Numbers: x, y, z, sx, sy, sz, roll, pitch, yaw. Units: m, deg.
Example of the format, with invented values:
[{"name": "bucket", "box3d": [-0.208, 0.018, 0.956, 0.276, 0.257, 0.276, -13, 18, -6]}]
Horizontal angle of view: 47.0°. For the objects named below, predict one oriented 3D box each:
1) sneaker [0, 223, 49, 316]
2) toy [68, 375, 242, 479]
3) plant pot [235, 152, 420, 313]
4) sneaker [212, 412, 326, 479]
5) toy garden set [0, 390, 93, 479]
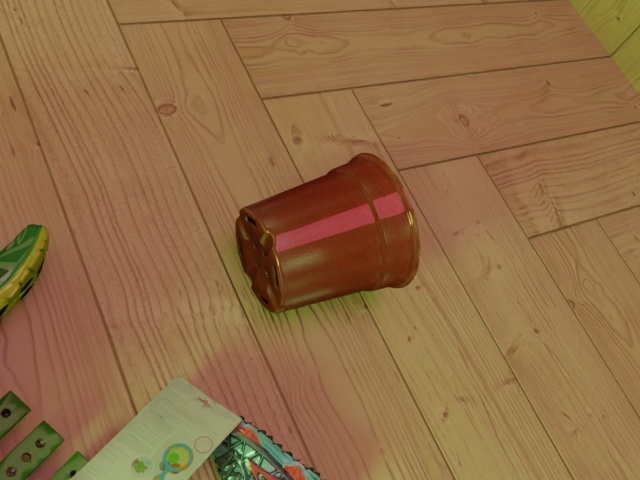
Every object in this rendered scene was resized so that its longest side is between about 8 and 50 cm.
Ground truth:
[{"name": "sneaker", "box3d": [-0.539, 0.068, 1.163, 0.123, 0.109, 0.295, 35, 52, -5]}, {"name": "toy", "box3d": [-0.245, 0.328, 1.107, 0.137, 0.056, 0.237, 29, 47, 22]}, {"name": "plant pot", "box3d": [0.000, 0.000, 1.371, 0.265, 0.272, 0.272, -18, 68, -24]}, {"name": "sneaker", "box3d": [-0.110, 0.374, 1.165, 0.262, 0.104, 0.125, 35, 55, 1]}, {"name": "toy garden set", "box3d": [-0.435, 0.374, 1.053, 0.244, 0.049, 0.204, 43, 56, 0]}]
